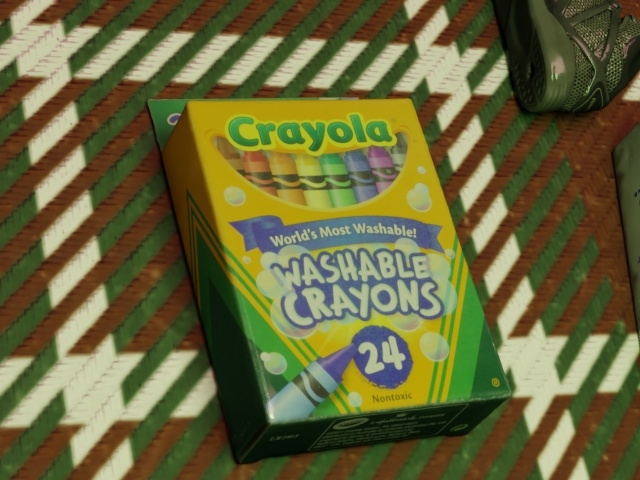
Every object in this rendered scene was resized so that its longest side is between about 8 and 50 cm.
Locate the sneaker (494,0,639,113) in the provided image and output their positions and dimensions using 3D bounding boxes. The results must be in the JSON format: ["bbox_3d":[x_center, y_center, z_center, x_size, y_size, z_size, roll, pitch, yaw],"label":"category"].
[{"bbox_3d":[0.240,-0.221,1.389,0.130,0.087,0.227,4,62,-24],"label":"sneaker"}]

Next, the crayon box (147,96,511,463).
[{"bbox_3d":[0.000,0.000,1.144,0.203,0.083,0.322,-4,62,-26],"label":"crayon box"}]

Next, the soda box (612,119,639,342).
[{"bbox_3d":[0.332,0.019,1.271,0.091,0.098,0.286,10,57,-17],"label":"soda box"}]
